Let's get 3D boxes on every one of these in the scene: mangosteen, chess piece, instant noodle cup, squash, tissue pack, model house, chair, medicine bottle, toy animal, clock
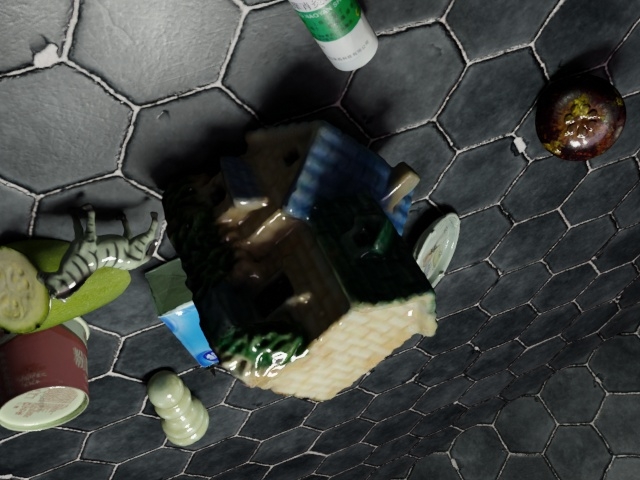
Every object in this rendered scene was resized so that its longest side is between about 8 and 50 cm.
[{"bbox_3d":[0.587,-0.277,1.536,0.192,0.192,0.217,-46,172,24],"label":"mangosteen"},{"bbox_3d":[-0.390,0.438,1.826,0.133,0.133,0.243,-21,139,-9],"label":"chess piece"},{"bbox_3d":[-0.597,0.282,1.444,0.234,0.178,0.235,-17,146,-12],"label":"instant noodle cup"},{"bbox_3d":[-0.530,0.073,1.365,0.189,0.189,0.260,-45,176,22],"label":"squash"},{"bbox_3d":[-0.241,0.148,1.535,0.198,0.146,0.263,-24,145,-3],"label":"tissue pack"},{"bbox_3d":[0.000,0.000,1.259,0.400,0.445,0.395,-38,141,17],"label":"model house"},{"bbox_3d":[-0.292,0.345,1.839,0.086,0.037,0.042,-30,133,10],"label":"chair"},{"bbox_3d":[0.005,-0.383,1.082,0.095,0.095,0.260,-34,142,9],"label":"medicine bottle"},{"bbox_3d":[-0.401,0.024,1.249,0.217,0.176,0.073,2,165,-33],"label":"toy animal"},{"bbox_3d":[0.283,0.031,1.755,0.236,0.053,0.236,-40,142,-40],"label":"clock"}]

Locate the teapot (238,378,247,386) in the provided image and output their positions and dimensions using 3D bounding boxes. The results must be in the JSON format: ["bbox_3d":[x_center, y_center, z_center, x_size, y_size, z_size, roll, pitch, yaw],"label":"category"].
[{"bbox_3d":[-0.178,0.303,1.802,0.148,0.116,0.146,-25,134,3],"label":"teapot"}]
